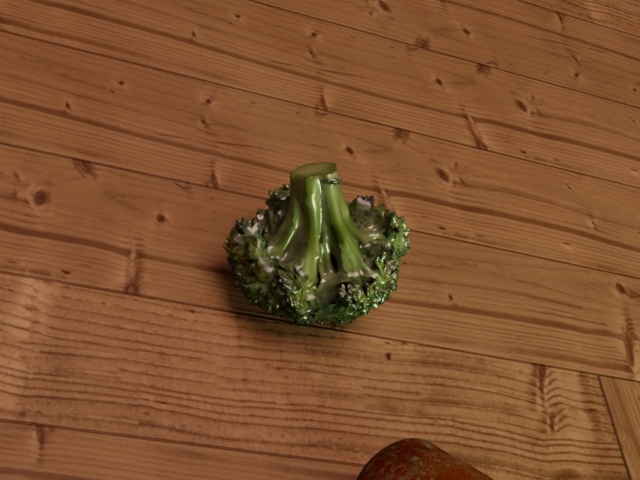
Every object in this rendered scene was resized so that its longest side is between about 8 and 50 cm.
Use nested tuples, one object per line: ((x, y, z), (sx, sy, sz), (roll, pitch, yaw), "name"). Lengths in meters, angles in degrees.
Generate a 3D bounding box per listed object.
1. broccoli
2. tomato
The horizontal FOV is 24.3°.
((-0.010, 0.012, 2.330), (0.259, 0.235, 0.288), (62, 37, -10), "broccoli")
((0.160, 0.411, 2.070), (0.270, 0.270, 0.222), (35, 86, -4), "tomato")
